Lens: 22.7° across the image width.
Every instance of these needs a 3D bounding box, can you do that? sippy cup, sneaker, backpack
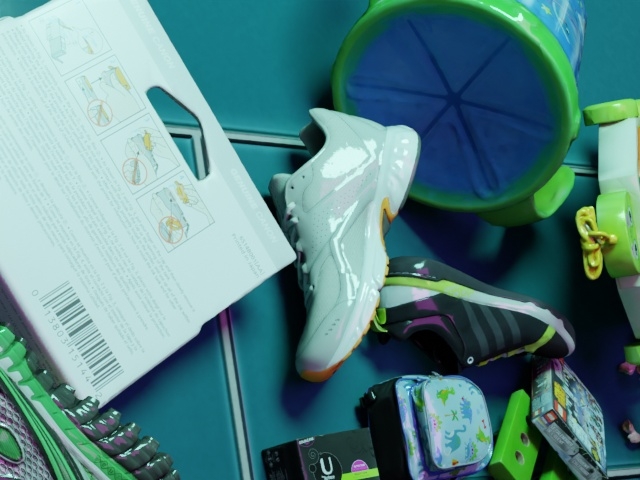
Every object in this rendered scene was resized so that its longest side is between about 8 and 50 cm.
[{"bbox_3d":[0.155,-0.181,1.546,0.240,0.305,0.224,19,39,12],"label":"sippy cup"},{"bbox_3d":[0.000,0.000,1.430,0.121,0.099,0.262,20,63,-9],"label":"sneaker"},{"bbox_3d":[0.107,0.171,1.445,0.114,0.084,0.105,-1,77,-45],"label":"backpack"},{"bbox_3d":[-0.256,0.134,1.112,0.343,0.134,0.146,40,58,-19],"label":"sneaker"},{"bbox_3d":[0.139,0.092,1.518,0.234,0.084,0.097,20,72,-27],"label":"sneaker"}]

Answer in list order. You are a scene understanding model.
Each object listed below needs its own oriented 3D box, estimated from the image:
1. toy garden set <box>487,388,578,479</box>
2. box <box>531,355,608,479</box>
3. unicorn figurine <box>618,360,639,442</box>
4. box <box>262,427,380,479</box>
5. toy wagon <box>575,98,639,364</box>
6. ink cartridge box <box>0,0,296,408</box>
[{"bbox_3d":[0.223,0.296,1.507,0.244,0.049,0.204,50,35,-17],"label":"toy garden set"},{"bbox_3d":[0.243,0.171,1.561,0.094,0.027,0.137,50,20,-14],"label":"box"},{"bbox_3d":[0.371,0.164,1.702,0.111,0.060,0.162,19,78,-35],"label":"unicorn figurine"},{"bbox_3d":[0.002,0.199,1.365,0.083,0.052,0.062,-4,76,-40],"label":"box"},{"bbox_3d":[0.325,-0.011,1.623,0.344,0.068,0.267,-14,94,-71],"label":"toy wagon"},{"bbox_3d":[-0.188,-0.043,1.285,0.261,0.066,0.296,-36,98,-42],"label":"ink cartridge box"}]
